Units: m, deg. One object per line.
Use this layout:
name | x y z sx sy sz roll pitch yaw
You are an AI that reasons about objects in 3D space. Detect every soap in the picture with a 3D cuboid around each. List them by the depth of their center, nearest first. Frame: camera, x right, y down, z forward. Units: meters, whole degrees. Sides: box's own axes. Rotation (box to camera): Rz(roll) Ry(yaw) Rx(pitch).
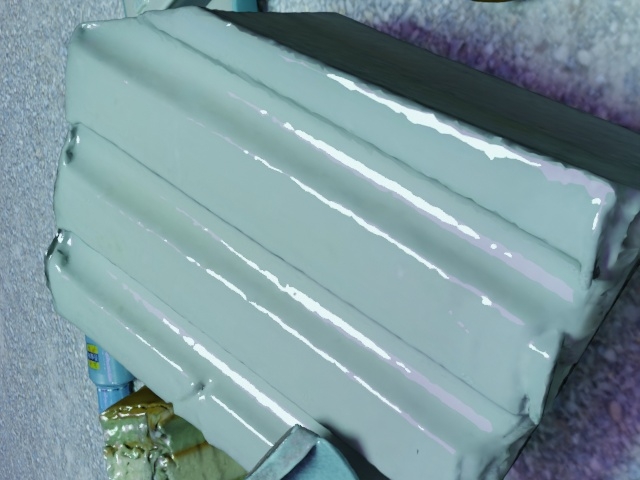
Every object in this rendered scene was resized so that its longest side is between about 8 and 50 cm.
soap | 0.000 0.000 0.576 0.435 0.213 0.350 30 125 24

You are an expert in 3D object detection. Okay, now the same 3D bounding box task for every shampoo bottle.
shampoo bottle | -0.340 0.163 1.178 0.104 0.061 0.258 4 101 49

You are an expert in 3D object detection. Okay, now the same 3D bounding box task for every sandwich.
sandwich | -0.178 0.250 0.906 0.227 0.198 0.155 -5 94 49

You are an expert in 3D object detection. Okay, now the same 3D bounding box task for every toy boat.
toy boat | 0.011 0.182 0.490 0.122 0.034 0.096 42 129 6

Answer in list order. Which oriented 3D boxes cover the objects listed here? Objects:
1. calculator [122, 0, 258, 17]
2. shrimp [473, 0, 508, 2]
calculator | -0.178 -0.353 0.903 0.256 0.054 0.386 -26 76 48
shrimp | 0.165 -0.240 0.487 0.249 0.150 0.068 -21 55 30
